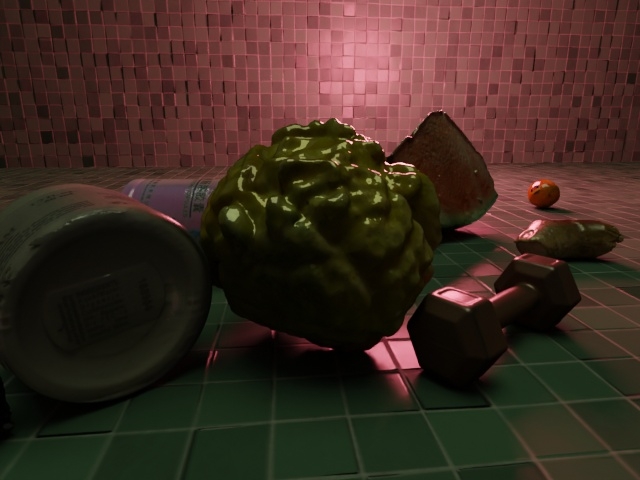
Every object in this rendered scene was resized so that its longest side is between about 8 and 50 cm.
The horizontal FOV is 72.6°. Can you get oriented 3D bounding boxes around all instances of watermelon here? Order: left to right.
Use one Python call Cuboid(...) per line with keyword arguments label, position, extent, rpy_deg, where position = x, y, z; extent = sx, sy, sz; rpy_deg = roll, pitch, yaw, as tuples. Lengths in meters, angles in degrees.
Cuboid(label="watermelon", position=(0.253, -0.101, 0.938), extent=(0.222, 0.319, 0.292), rpy_deg=(34, 67, 13))

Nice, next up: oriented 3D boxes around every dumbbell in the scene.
Cuboid(label="dumbbell", position=(0.193, 0.075, 0.469), extent=(0.230, 0.082, 0.092), rpy_deg=(-12, 21, -38))

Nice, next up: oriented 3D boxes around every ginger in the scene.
Cuboid(label="ginger", position=(0.430, -0.002, 0.773), extent=(0.190, 0.069, 0.095), rpy_deg=(-2, 11, -2))

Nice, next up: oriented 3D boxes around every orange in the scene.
Cuboid(label="orange", position=(0.626, -0.130, 1.220), extent=(0.083, 0.084, 0.083), rpy_deg=(0, 15, 0))

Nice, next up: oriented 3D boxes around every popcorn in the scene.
Cuboid(label="popcorn", position=(-0.001, -0.009, 0.462), extent=(0.249, 0.249, 0.225), rpy_deg=(5, 49, 16))

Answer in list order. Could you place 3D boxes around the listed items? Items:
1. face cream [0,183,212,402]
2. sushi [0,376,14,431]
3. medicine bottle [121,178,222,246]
Cuboid(label="face cream", position=(-0.213, 0.041, 0.414), extent=(0.177, 0.177, 0.153), rpy_deg=(-13, 20, -39))
Cuboid(label="sushi", position=(-0.283, 0.129, 0.282), extent=(0.090, 0.078, 0.150), rpy_deg=(1, 16, 5))
Cuboid(label="medicine bottle", position=(-0.167, -0.022, 0.692), extent=(0.253, 0.152, 0.152), rpy_deg=(0, 15, 3))
